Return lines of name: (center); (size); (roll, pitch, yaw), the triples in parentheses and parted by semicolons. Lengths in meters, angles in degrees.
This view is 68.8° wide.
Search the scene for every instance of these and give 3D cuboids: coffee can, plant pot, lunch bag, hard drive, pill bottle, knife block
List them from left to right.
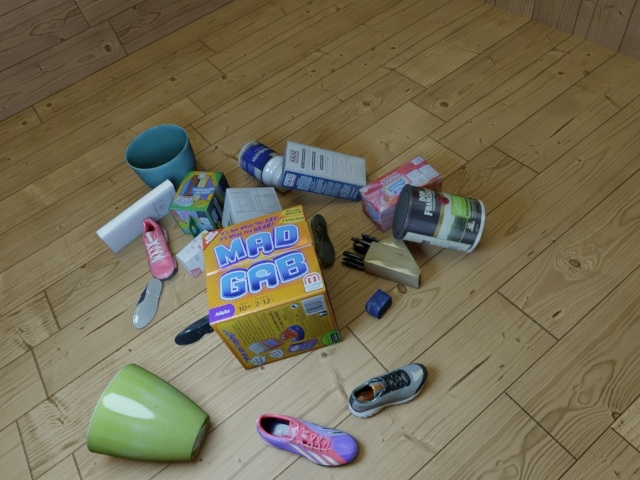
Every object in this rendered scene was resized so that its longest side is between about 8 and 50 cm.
hard drive: (-0.770, -0.100, 2.004); (0.353, 0.233, 0.047); (-42, 84, -19)
plant pot: (-0.506, 0.562, 1.452); (0.293, 0.275, 0.275); (17, 58, 5)
plant pot: (-0.711, -0.350, 2.170); (0.292, 0.235, 0.293); (-6, 52, 7)
pill bottle: (-0.235, -0.332, 2.106); (0.264, 0.153, 0.153); (35, 67, 30)
knife block: (0.213, 0.088, 1.736); (0.241, 0.088, 0.276); (-22, 53, -3)
lunch bag: (0.205, 0.219, 1.651); (0.065, 0.067, 0.098); (31, 64, 29)
coffee can: (0.422, -0.078, 1.693); (0.275, 0.202, 0.202); (11, 54, -5)

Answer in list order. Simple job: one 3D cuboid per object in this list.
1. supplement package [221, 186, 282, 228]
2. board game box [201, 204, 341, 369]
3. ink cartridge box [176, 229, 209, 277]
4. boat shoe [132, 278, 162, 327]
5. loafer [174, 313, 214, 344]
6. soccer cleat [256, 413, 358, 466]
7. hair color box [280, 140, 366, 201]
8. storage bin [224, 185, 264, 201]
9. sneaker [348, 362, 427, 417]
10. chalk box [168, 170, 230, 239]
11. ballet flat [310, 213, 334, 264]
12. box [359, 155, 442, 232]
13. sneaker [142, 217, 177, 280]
supplement package: (-0.259, -0.048, 1.831); (0.197, 0.199, 0.263); (-4, 48, -23)
board game box: (-0.162, 0.165, 1.588); (0.355, 0.357, 0.357); (-17, 52, -1)
ink cartridge box: (-0.474, 0.040, 1.902); (0.067, 0.115, 0.198); (32, 65, 30)
boat shoe: (-0.683, 0.251, 1.839); (0.065, 0.075, 0.206); (-28, 42, 49)
loafer: (-0.459, 0.329, 1.727); (0.169, 0.062, 0.061); (-25, 30, -11)
soccer cleat: (-0.045, 0.590, 1.396); (0.317, 0.117, 0.109); (8, 56, 18)
hair color box: (0.013, -0.288, 1.965); (0.346, 0.105, 0.174); (11, 52, -12)
storage bin: (-0.309, -0.148, 2.003); (0.180, 0.122, 0.085); (-15, 52, 1)
sneaker: (0.212, 0.458, 1.448); (0.271, 0.108, 0.100); (-24, 51, -8)
chalk box: (-0.513, -0.134, 2.001); (0.178, 0.180, 0.289); (4, 54, 15)
ballet flat: (0.000, 0.000, 1.868); (0.058, 0.084, 0.250); (-38, 47, 30)
box: (0.326, -0.187, 1.881); (0.299, 0.142, 0.154); (-31, 53, -11)
sneaker: (-0.690, 0.034, 1.941); (0.115, 0.136, 0.314); (-26, 53, -6)
